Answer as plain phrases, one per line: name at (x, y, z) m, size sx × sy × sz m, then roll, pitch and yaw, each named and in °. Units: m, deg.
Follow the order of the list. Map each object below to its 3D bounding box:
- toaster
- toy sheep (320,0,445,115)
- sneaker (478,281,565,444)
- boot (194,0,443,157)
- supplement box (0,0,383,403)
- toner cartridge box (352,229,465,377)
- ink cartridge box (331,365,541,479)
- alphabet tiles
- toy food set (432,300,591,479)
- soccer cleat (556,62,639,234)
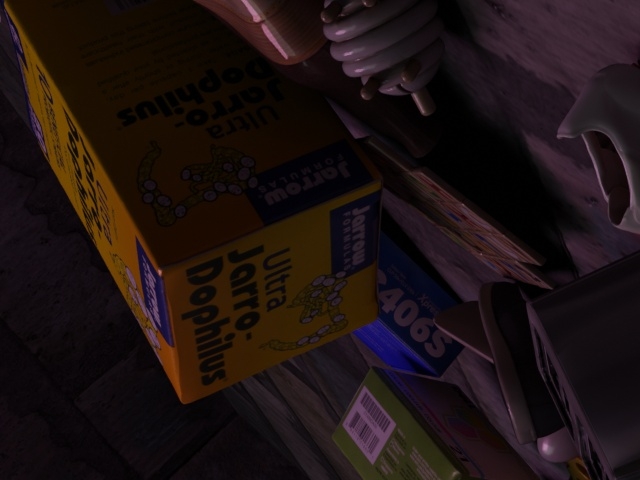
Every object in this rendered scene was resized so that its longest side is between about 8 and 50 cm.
toaster at (0.229, 0.113, 1.077) m, size 0.186 × 0.110 × 0.168 m, roll 68°, pitch 179°, yaw -58°
toy sheep at (0.045, -0.144, 1.070) m, size 0.132 × 0.091 × 0.091 m, roll 66°, pitch 163°, yaw -18°
sneaker at (0.203, 0.092, 1.292) m, size 0.222 × 0.118 × 0.083 m, roll -96°, pitch -11°, yaw -65°
boot at (-0.016, -0.166, 1.220) m, size 0.207 × 0.090 × 0.248 m, roll 40°, pitch -173°, yaw -28°
supplement box at (-0.114, -0.077, 1.322) m, size 0.356 × 0.195 × 0.194 m, roll 56°, pitch 161°, yaw 34°
toner cartridge box at (0.000, 0.000, 1.620) m, size 0.348 × 0.075 × 0.165 m, roll 43°, pitch 168°, yaw -11°
ink cartridge box at (0.167, 0.239, 1.617) m, size 0.255 × 0.097 × 0.189 m, roll 15°, pitch -158°, yaw -37°
alphabet tiles at (0.105, -0.022, 1.262) m, size 0.198 × 0.009 × 0.237 m, roll 37°, pitch 177°, yaw -8°
toy food set at (0.241, 0.203, 1.465) m, size 0.219 × 0.092 × 0.306 m, roll 30°, pitch 158°, yaw 54°
soccer cleat at (0.212, -0.017, 0.911) m, size 0.196 × 0.076 × 0.068 m, roll 51°, pitch 168°, yaw -15°
